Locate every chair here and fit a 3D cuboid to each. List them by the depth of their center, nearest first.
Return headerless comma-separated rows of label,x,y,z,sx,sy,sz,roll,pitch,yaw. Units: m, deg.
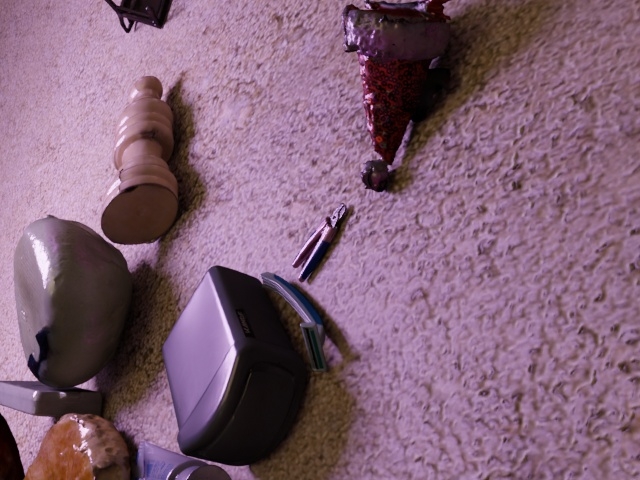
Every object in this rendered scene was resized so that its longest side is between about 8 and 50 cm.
chair,-0.333,-0.445,1.992,0.212,0.101,0.084,69,-144,-81

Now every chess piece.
chess piece,-0.296,-0.151,1.742,0.139,0.124,0.307,96,171,-48

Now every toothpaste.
toothpaste,-0.198,0.322,1.377,0.299,0.073,0.114,-19,62,62

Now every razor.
razor,-0.029,0.083,1.266,0.191,0.037,0.068,-130,24,-58

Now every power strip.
power strip,-0.462,0.263,1.752,0.270,0.118,0.046,-3,82,56

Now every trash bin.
trash bin,-0.111,0.160,1.296,0.177,0.101,0.236,-59,31,22

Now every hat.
hat,0.085,-0.165,1.184,0.140,0.129,0.228,14,104,37

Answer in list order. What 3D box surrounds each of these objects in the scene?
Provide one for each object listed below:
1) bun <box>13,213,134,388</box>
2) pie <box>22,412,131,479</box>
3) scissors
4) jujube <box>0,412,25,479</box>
bun,-0.388,0.096,1.695,0.283,0.179,0.283,13,104,62
pie,-0.380,0.419,1.576,0.339,0.083,0.340,-36,45,46
scissors,0.000,0.000,1.285,0.113,0.012,0.039,-55,35,24
jujube,-0.631,0.442,1.754,0.276,0.276,0.377,16,114,58
